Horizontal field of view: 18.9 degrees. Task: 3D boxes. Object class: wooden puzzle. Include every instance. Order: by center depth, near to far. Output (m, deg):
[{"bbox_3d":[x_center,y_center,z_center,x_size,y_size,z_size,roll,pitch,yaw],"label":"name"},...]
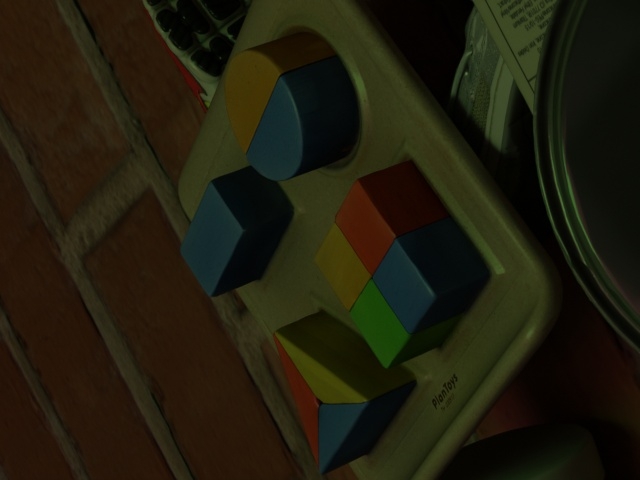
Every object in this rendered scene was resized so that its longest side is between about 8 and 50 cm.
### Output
[{"bbox_3d":[0.000,0.000,1.310,0.348,0.080,0.322,60,149,22],"label":"wooden puzzle"}]

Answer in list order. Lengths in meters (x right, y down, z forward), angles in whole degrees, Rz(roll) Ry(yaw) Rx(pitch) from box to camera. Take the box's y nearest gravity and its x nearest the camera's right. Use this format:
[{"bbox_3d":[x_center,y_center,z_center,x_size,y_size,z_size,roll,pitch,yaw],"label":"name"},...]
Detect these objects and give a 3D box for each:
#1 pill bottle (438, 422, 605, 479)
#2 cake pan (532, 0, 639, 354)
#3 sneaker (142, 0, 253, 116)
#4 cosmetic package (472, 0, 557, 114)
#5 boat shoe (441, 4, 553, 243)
[{"bbox_3d":[0.173,0.283,1.384,0.162,0.162,0.278,-3,108,58],"label":"pill bottle"},{"bbox_3d":[0.234,-0.054,0.857,0.293,0.054,0.293,1,94,18],"label":"cake pan"},{"bbox_3d":[-0.073,-0.125,1.535,0.279,0.107,0.118,61,155,8],"label":"sneaker"},{"bbox_3d":[0.207,-0.075,0.991,0.153,0.129,0.296,-32,83,58],"label":"cosmetic package"},{"bbox_3d":[0.123,-0.108,1.227,0.103,0.118,0.320,45,151,25],"label":"boat shoe"}]
